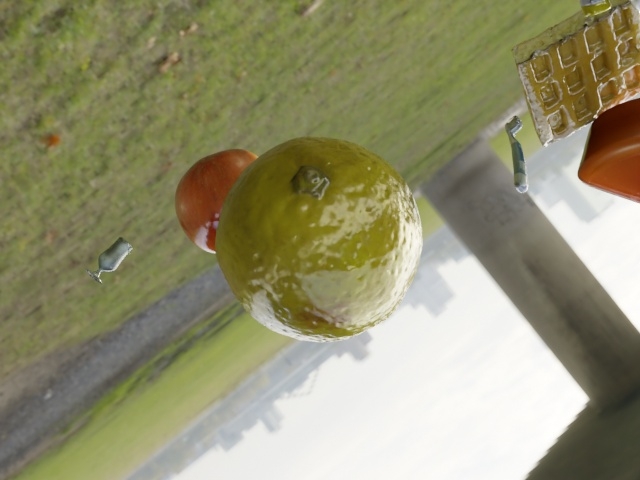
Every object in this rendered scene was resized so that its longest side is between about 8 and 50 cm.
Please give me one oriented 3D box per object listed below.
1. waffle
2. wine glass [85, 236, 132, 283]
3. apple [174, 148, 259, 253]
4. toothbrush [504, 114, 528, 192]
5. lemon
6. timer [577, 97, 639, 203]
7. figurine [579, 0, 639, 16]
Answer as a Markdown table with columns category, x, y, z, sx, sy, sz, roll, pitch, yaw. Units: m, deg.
| category | x | y | z | sx | sy | sz | roll | pitch | yaw |
| --- | --- | --- | --- | --- | --- | --- | --- | --- | --- |
| waffle | 0.476 | -0.309 | 1.799 | 0.247 | 0.055 | 0.221 | -30 | 135 | 1 |
| wine glass | -0.353 | 0.032 | 1.673 | 0.083 | 0.039 | 0.042 | -47 | 156 | -17 |
| apple | -0.143 | -0.057 | 1.529 | 0.163 | 0.139 | 0.163 | -19 | 157 | -8 |
| toothbrush | 0.266 | -0.121 | 1.342 | 0.025 | 0.019 | 0.276 | -44 | -169 | 21 |
| lemon | -0.001 | 0.000 | 1.191 | 0.267 | 0.267 | 0.267 | -38 | 176 | -3 |
| timer | 0.584 | -0.153 | 1.730 | 0.257 | 0.249 | 0.161 | -54 | 146 | -56 |
| figurine | 0.415 | -0.358 | 1.314 | 0.130 | 0.178 | 0.109 | 87 | 9 | -46 |
